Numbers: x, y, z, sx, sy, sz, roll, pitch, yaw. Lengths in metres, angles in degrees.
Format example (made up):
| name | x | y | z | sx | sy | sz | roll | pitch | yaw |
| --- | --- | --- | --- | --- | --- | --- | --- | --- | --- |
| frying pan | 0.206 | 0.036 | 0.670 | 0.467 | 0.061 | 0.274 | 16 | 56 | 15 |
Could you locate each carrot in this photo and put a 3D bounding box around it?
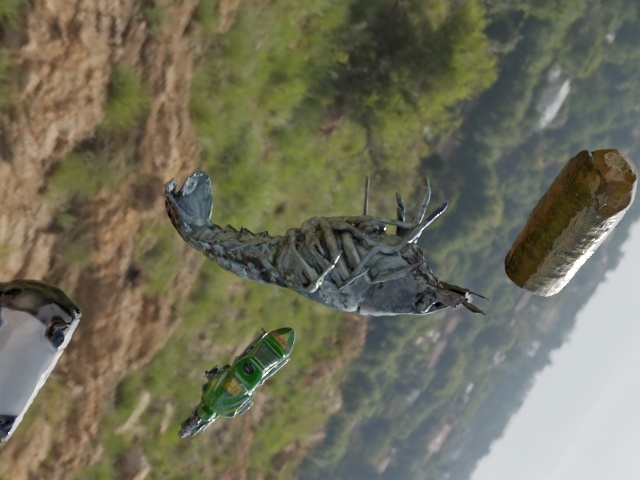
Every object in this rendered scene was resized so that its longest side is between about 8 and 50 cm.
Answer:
| name | x | y | z | sx | sy | sz | roll | pitch | yaw |
| --- | --- | --- | --- | --- | --- | --- | --- | --- | --- |
| carrot | 0.261 | -0.021 | 1.063 | 0.082 | 0.082 | 0.173 | -46 | 169 | -45 |

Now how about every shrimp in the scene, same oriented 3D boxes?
| name | x | y | z | sx | sy | sz | roll | pitch | yaw |
| --- | --- | --- | --- | --- | --- | --- | --- | --- | --- |
| shrimp | 0.003 | 0.004 | 1.228 | 0.221 | 0.410 | 0.166 | -32 | 123 | -65 |

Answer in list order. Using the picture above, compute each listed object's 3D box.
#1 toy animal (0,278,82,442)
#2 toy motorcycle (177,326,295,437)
| name | x | y | z | sx | sy | sz | roll | pitch | yaw |
| --- | --- | --- | --- | --- | --- | --- | --- | --- | --- |
| toy animal | -0.393 | 0.095 | 1.092 | 0.187 | 0.235 | 0.165 | -60 | -167 | 0 |
| toy motorcycle | -0.108 | 0.179 | 1.294 | 0.190 | 0.074 | 0.106 | -41 | 177 | -46 |
